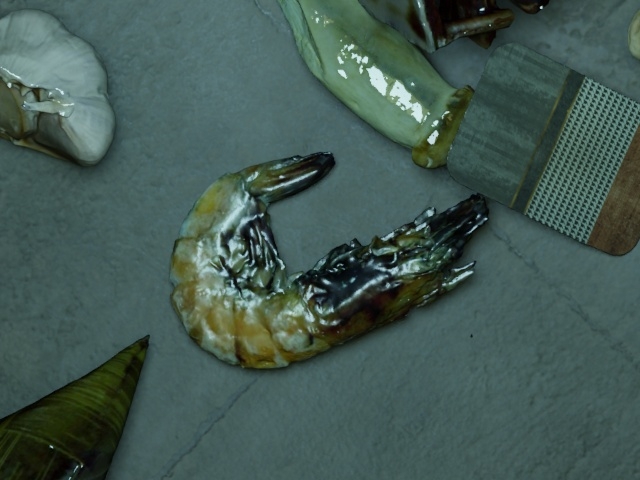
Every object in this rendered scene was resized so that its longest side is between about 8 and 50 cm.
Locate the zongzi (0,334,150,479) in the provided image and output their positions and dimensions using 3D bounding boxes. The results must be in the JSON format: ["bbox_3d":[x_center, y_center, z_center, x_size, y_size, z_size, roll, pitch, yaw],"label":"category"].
[{"bbox_3d":[-0.425,0.252,1.552,0.403,0.208,0.432,16,71,14],"label":"zongzi"}]

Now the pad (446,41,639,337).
[{"bbox_3d":[0.243,-0.023,1.519,0.250,0.055,0.323,23,73,-17],"label":"pad"}]

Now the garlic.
[{"bbox_3d":[-0.312,-0.181,1.534,0.229,0.178,0.143,35,69,-9],"label":"garlic"}]

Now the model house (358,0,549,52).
[{"bbox_3d":[0.143,-0.394,1.504,0.282,0.317,0.297,-24,126,-17],"label":"model house"}]

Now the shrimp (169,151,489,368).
[{"bbox_3d":[0.000,0.000,1.569,0.365,0.071,0.233,-26,84,8],"label":"shrimp"}]

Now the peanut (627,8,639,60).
[{"bbox_3d":[0.446,-0.238,1.534,0.228,0.085,0.104,-19,97,6],"label":"peanut"}]

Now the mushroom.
[{"bbox_3d":[0.036,-0.212,1.553,0.333,0.087,0.107,43,76,4],"label":"mushroom"}]
